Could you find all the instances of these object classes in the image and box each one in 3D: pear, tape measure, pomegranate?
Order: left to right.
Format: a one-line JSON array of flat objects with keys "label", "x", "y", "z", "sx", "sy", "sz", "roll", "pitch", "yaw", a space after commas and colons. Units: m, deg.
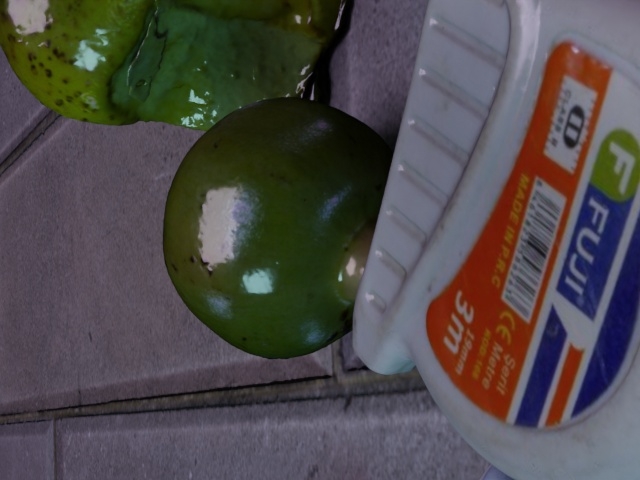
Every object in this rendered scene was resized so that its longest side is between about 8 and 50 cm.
[{"label": "pear", "x": -0.121, "y": -0.204, "z": 0.921, "sx": 0.164, "sy": 0.255, "sz": 0.238, "roll": 52, "pitch": 128, "yaw": 54}, {"label": "pomegranate", "x": -0.006, "y": -0.014, "z": 0.788, "sx": 0.210, "sy": 0.179, "sz": 0.179, "roll": -14, "pitch": 75, "yaw": 41}, {"label": "tape measure", "x": 0.130, "y": -0.009, "z": 0.556, "sx": 0.265, "sy": 0.130, "sz": 0.258, "roll": 45, "pitch": 131, "yaw": 48}]

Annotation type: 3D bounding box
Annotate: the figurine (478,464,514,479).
[{"label": "figurine", "x": 0.117, "y": 0.210, "z": 0.574, "sx": 0.184, "sy": 0.128, "sz": 0.208, "roll": -34, "pitch": 66, "yaw": 55}]
